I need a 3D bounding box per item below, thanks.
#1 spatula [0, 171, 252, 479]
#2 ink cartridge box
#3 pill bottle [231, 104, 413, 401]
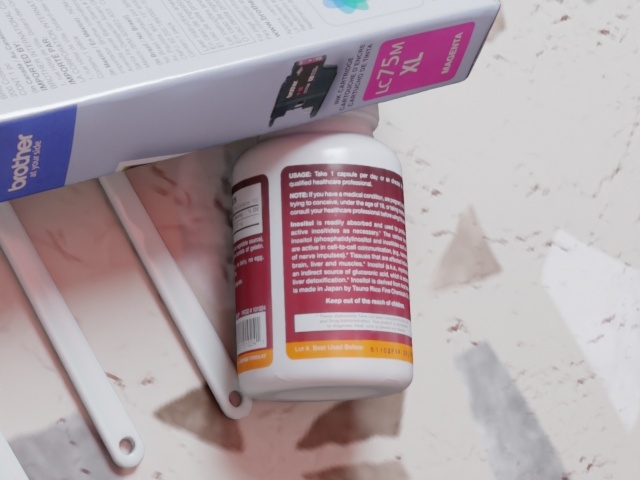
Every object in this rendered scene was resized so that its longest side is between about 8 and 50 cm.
[{"bbox_3d":[-0.134,0.008,0.778,0.168,0.019,0.242,-31,94,-30],"label":"spatula"},{"bbox_3d":[-0.095,-0.119,0.760,0.311,0.065,0.185,-16,55,-31],"label":"ink cartridge box"},{"bbox_3d":[0.000,0.000,0.811,0.086,0.086,0.152,4,78,-27],"label":"pill bottle"}]
